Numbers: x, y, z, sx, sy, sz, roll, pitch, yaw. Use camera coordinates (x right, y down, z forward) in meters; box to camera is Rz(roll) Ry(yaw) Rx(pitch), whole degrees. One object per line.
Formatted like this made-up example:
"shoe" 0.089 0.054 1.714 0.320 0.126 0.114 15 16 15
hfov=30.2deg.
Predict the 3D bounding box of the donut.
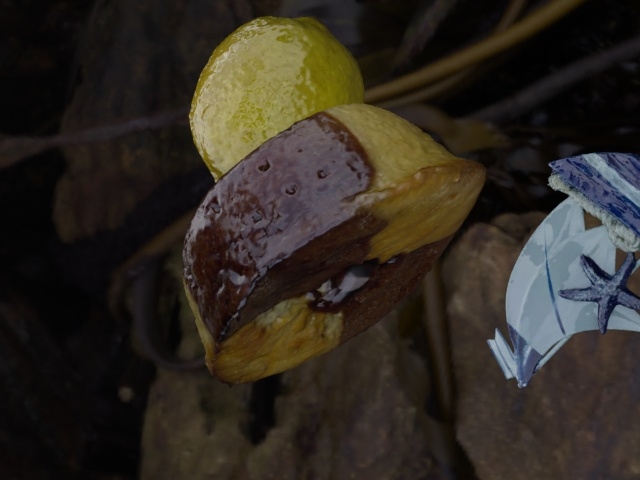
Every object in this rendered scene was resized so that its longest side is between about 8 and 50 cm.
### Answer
"donut" 0.000 0.000 0.616 0.073 0.166 0.184 53 163 19

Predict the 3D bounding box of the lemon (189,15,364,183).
"lemon" -0.046 -0.139 1.238 0.193 0.180 0.180 -34 43 -4

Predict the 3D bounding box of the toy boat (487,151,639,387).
"toy boat" 0.313 0.048 1.305 0.210 0.070 0.291 23 103 22
